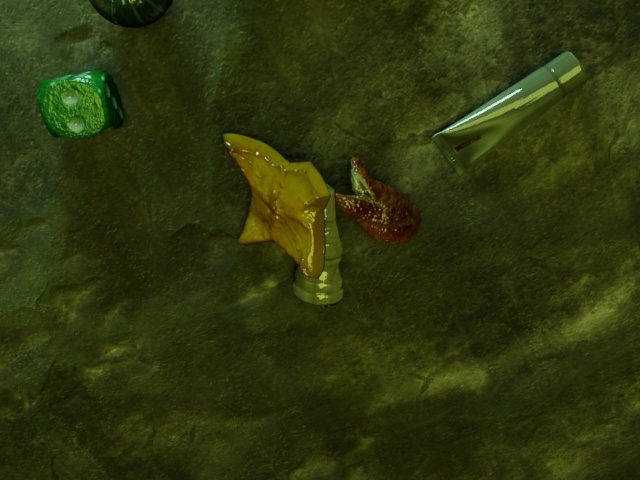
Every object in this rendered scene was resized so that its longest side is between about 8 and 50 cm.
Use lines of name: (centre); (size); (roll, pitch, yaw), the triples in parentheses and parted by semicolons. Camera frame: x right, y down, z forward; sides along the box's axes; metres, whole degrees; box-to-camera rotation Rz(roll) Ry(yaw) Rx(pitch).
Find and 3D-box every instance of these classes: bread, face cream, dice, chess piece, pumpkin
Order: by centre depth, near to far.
pumpkin: (-0.358, -0.486, 0.992); (0.167, 0.125, 0.167); (-3, 114, -7)
dice: (-0.484, -0.276, 1.076); (0.131, 0.128, 0.120); (-8, 115, -2)
pumpkin: (-0.094, -0.084, 1.184); (0.258, 0.095, 0.290); (18, 122, 32)
face cream: (0.432, -0.292, 1.217); (0.341, 0.084, 0.137); (-35, 124, 17)
bread: (0.144, -0.075, 1.237); (0.269, 0.095, 0.139); (34, 67, -42)
chess piece: (0.000, 0.000, 1.266); (0.137, 0.137, 0.300); (0, 116, -7)
